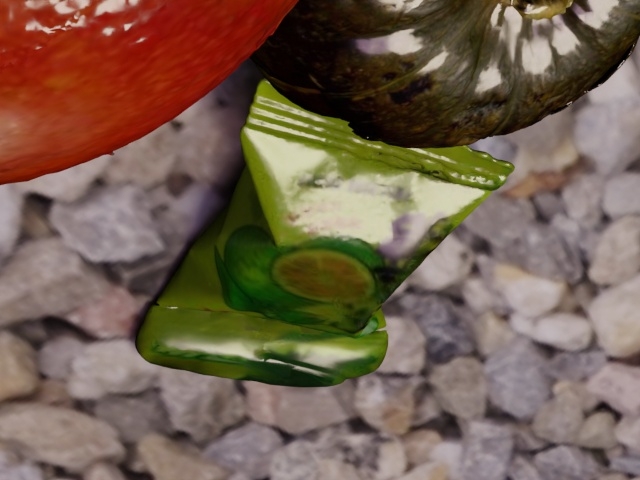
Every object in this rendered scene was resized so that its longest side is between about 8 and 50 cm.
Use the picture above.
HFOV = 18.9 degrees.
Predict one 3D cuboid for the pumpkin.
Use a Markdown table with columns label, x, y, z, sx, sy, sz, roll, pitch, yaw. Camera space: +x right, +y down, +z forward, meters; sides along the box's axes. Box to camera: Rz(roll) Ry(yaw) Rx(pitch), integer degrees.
| label | x | y | z | sx | sy | sz | roll | pitch | yaw |
| --- | --- | --- | --- | --- | --- | --- | --- | --- | --- |
| pumpkin | 0.059 | -0.146 | 0.859 | 0.238 | 0.159 | 0.238 | -9 | 128 | -12 |

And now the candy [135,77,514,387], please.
| label | x | y | z | sx | sy | sz | roll | pitch | yaw |
| --- | --- | --- | --- | --- | --- | --- | --- | --- | --- |
| candy | 0.000 | 0.000 | 1.031 | 0.149 | 0.069 | 0.246 | 8 | 150 | -17 |

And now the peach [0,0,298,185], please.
| label | x | y | z | sx | sy | sz | roll | pitch | yaw |
| --- | --- | --- | --- | --- | --- | --- | --- | --- | --- |
| peach | -0.175 | -0.168 | 0.675 | 0.373 | 0.289 | 0.372 | 0 | 171 | 0 |
